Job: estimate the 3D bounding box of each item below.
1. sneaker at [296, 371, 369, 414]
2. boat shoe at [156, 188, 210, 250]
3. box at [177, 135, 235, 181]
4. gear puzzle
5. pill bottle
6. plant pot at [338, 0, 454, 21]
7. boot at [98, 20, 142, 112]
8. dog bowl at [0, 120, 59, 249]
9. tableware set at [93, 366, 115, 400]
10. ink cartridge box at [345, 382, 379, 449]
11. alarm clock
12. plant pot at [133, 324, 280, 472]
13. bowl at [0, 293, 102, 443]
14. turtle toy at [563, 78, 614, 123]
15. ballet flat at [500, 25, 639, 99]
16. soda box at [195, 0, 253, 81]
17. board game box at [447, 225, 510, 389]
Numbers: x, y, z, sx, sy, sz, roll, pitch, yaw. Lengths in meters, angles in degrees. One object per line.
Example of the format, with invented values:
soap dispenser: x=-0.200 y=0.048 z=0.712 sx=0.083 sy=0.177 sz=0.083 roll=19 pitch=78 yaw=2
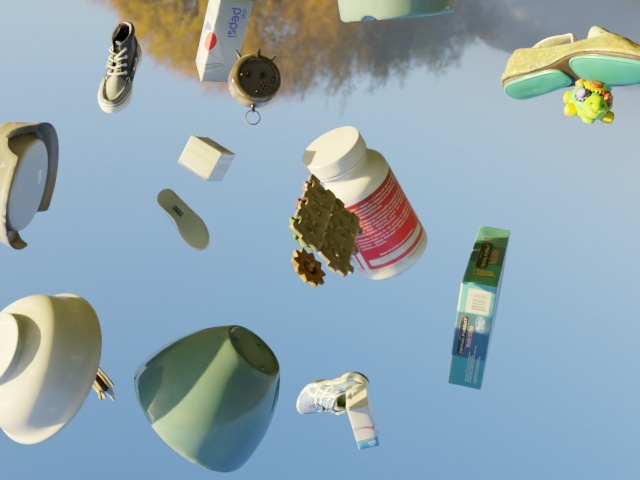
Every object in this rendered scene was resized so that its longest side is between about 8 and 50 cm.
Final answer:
sneaker: x=0.022 y=0.393 z=2.126 sx=0.080 sy=0.211 sz=0.081 roll=48 pitch=-147 yaw=-22
boat shoe: x=-0.384 y=-0.055 z=2.458 sx=0.227 sy=0.079 sz=0.081 roll=50 pitch=177 yaw=20
box: x=-0.298 y=-0.214 z=2.240 sx=0.102 sy=0.087 sz=0.101 roll=31 pitch=-168 yaw=12
gear puzzle: x=0.000 y=0.000 z=1.779 sx=0.175 sy=0.044 sz=0.339 roll=43 pitch=-151 yaw=-15
pill bottle: x=0.118 y=-0.104 z=2.361 sx=0.407 sy=0.229 sz=0.229 roll=57 pitch=-178 yaw=-32
plant pot: x=0.155 y=-0.654 z=1.854 sx=0.341 sy=0.334 sz=0.341 roll=-4 pitch=-164 yaw=1
boot: x=-0.401 y=-0.343 z=1.682 sx=0.069 sy=0.086 sz=0.190 roll=2 pitch=-128 yaw=3
dog bowl: x=-0.798 y=-0.153 z=2.241 sx=0.102 sy=0.348 sz=0.348 roll=14 pitch=-158 yaw=-1
tableware set: x=-0.529 y=0.279 z=1.888 sx=0.039 sy=0.128 sz=0.194 roll=-38 pitch=-103 yaw=-26
ink cartridge box: x=0.097 y=0.405 z=1.974 sx=0.052 sy=0.122 sz=0.088 roll=-14 pitch=-154 yaw=7
alarm clock: x=-0.165 y=-0.383 z=2.143 sx=0.129 sy=0.192 sz=0.064 roll=4 pitch=174 yaw=-17
plant pot: x=-0.193 y=0.280 z=1.694 sx=0.290 sy=0.195 sz=0.290 roll=40 pitch=-164 yaw=-13
bowl: x=-0.562 y=0.221 z=1.606 sx=0.298 sy=0.298 sz=0.134 roll=40 pitch=-176 yaw=41
turtle toy: x=0.514 y=-0.263 z=1.615 sx=0.095 sy=0.066 sz=0.130 roll=12 pitch=-142 yaw=5
ballet flat: x=0.508 y=-0.358 z=1.673 sx=0.123 sy=0.123 sz=0.349 roll=1 pitch=179 yaw=-39
soda box: x=-0.269 y=-0.572 z=2.356 sx=0.098 sy=0.286 sz=0.091 roll=-1 pitch=-128 yaw=-23
board game box: x=0.367 y=0.145 z=1.970 sx=0.079 sy=0.253 sz=0.336 roll=10 pitch=-156 yaw=13
